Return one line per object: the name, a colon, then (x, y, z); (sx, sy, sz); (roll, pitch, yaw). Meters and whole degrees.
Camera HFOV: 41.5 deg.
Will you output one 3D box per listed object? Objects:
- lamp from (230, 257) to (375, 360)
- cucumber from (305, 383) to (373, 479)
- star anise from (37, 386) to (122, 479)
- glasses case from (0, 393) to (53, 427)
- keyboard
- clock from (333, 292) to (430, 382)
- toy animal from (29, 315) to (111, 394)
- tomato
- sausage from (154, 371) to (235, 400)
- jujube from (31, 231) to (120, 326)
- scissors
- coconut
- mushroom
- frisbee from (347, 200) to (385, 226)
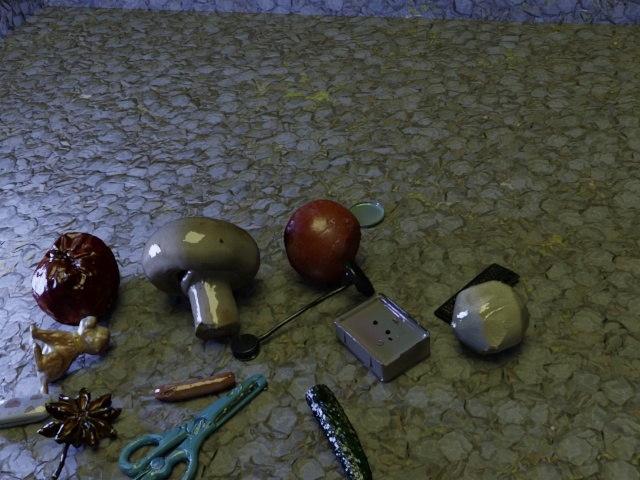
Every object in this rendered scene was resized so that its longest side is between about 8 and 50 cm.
lamp: (-0.053, 0.150, 2.000); (0.371, 0.109, 0.130); (-21, 39, -4)
cucumber: (0.049, 0.412, 1.726); (0.067, 0.068, 0.293); (-19, 41, -13)
star anise: (-0.542, 0.405, 1.829); (0.177, 0.073, 0.234); (26, 33, 25)
glasses case: (-0.687, 0.386, 1.913); (0.164, 0.041, 0.063); (-9, 42, 1)
keyboard: (0.379, 0.130, 2.036); (0.230, 0.025, 0.093); (-35, 43, -28)
clock: (0.140, 0.220, 1.934); (0.147, 0.071, 0.192); (-29, 43, -23)
toy animal: (-0.585, 0.280, 2.009); (0.185, 0.104, 0.184); (-7, 70, -26)
tomato: (0.000, 0.000, 2.125); (0.184, 0.208, 0.208); (12, 43, 19)
sausage: (-0.284, 0.331, 1.906); (0.186, 0.043, 0.043); (-11, 39, -3)
jujube: (-0.617, 0.102, 2.133); (0.212, 0.213, 0.232); (-5, 34, 5)
scissors: (-0.262, 0.409, 1.812); (0.393, 0.032, 0.180); (-36, 47, -29)
coconut: (0.371, 0.175, 1.882); (0.162, 0.161, 0.161); (-24, 41, -15)
mushroom: (-0.292, 0.096, 2.059); (0.292, 0.292, 0.290); (-6, 68, 3)
frisbee: (0.124, -0.072, 2.339); (0.110, 0.014, 0.110); (-6, 40, 5)
